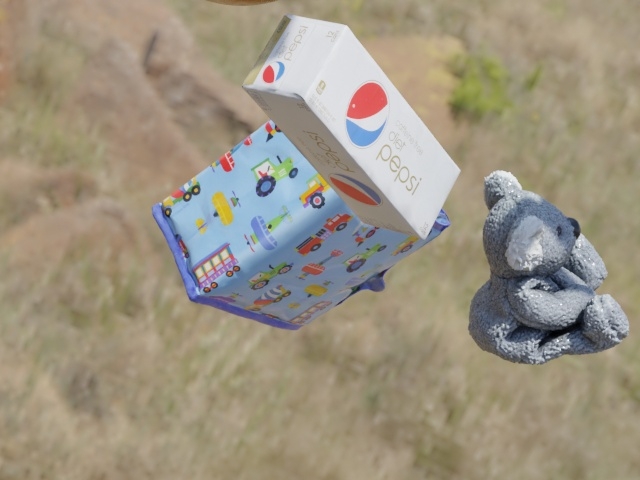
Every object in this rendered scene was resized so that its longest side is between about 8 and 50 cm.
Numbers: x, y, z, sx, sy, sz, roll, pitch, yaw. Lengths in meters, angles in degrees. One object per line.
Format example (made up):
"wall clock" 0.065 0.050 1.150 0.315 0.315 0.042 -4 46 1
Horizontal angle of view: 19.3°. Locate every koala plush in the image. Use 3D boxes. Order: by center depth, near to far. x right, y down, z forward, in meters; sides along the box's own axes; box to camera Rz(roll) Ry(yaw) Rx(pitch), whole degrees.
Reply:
"koala plush" 0.272 0.030 2.453 0.203 0.221 0.196 -17 33 3

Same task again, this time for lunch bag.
"lunch bag" 0.000 0.000 2.051 0.293 0.221 0.138 34 24 -52

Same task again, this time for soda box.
"soda box" 0.028 -0.089 1.512 0.069 0.074 0.216 16 -20 38

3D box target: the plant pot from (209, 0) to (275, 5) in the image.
"plant pot" -0.070 -0.305 1.514 0.205 0.205 0.188 25 -1 4
